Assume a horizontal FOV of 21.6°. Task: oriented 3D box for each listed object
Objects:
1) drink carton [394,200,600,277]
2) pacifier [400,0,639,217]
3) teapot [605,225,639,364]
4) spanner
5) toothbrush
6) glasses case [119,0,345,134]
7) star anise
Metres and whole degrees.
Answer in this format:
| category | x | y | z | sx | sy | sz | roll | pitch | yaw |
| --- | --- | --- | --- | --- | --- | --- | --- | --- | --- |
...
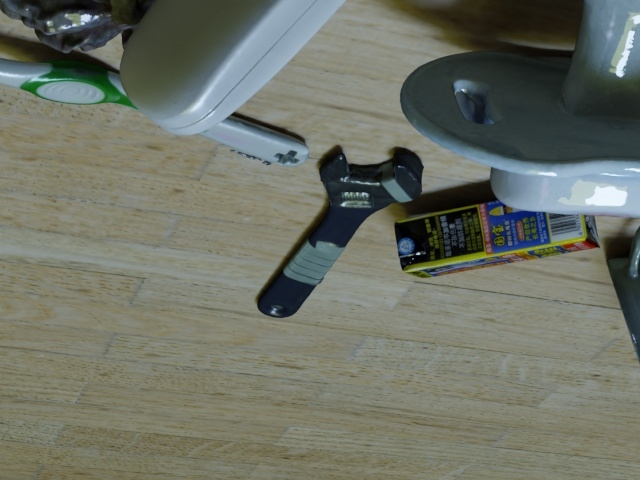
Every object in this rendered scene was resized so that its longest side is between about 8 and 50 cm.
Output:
| category | x | y | z | sx | sy | sz | roll | pitch | yaw |
| --- | --- | --- | --- | --- | --- | --- | --- | --- | --- |
| drink carton | 0.153 | -0.008 | 1.462 | 0.165 | 0.056 | 0.071 | -10 | 168 | 17 |
| pacifier | 0.204 | -0.131 | 1.159 | 0.287 | 0.238 | 0.226 | 7 | 120 | -4 |
| teapot | 0.354 | 0.065 | 1.541 | 0.149 | 0.162 | 0.239 | -17 | 119 | 10 |
| spanner | 0.000 | 0.000 | 1.515 | 0.087 | 0.024 | 0.316 | 10 | 151 | -18 |
| toothbrush | -0.179 | -0.114 | 1.270 | 0.418 | 0.040 | 0.042 | 18 | 143 | -33 |
| glasses case | -0.030 | -0.164 | 1.040 | 0.233 | 0.092 | 0.059 | -47 | 142 | 1 |
| star anise | -0.123 | -0.179 | 1.104 | 0.209 | 0.089 | 0.231 | -16 | 161 | 9 |
